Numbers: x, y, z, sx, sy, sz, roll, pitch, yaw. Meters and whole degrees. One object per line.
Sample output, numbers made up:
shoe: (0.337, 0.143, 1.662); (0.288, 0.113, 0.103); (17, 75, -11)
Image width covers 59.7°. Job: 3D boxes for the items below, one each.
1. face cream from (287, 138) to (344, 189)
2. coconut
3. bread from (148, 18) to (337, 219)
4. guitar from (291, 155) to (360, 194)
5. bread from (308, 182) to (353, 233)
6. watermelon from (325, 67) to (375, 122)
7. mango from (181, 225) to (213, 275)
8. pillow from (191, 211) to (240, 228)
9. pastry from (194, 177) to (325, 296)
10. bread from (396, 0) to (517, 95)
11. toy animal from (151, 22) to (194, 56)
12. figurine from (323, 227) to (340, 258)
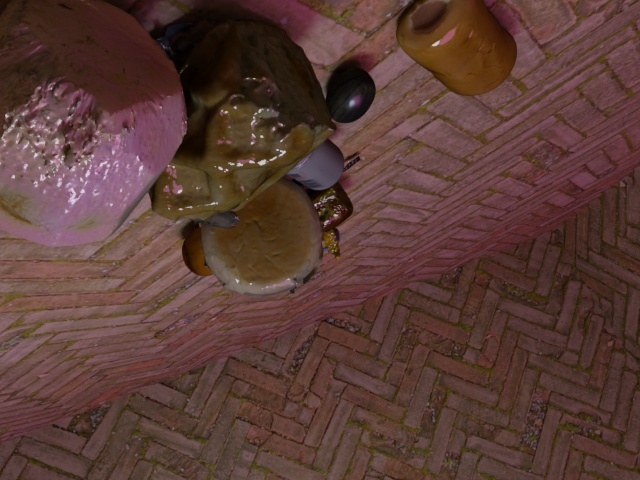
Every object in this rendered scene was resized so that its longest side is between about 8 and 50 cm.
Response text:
face cream: (-0.044, -0.166, 0.994); (0.101, 0.101, 0.251); (-29, 161, 16)
coconut: (-0.286, -0.118, 0.604); (0.245, 0.233, 0.233); (-40, 157, 30)
bread: (-0.126, -0.153, 0.748); (0.252, 0.238, 0.196); (-39, 145, 25)
guitar: (-0.017, -0.132, 1.250); (0.233, 0.025, 0.088); (-27, 163, 7)
bread: (-0.013, -0.061, 1.328); (0.172, 0.103, 0.132); (-31, -179, 13)
watermelon: (0.048, -0.240, 0.938); (0.078, 0.078, 0.111); (-15, 161, -25)
mango: (-0.203, -0.002, 1.245); (0.219, 0.112, 0.145); (-27, 162, -2)
pillow: (-0.242, -0.083, 0.980); (0.093, 0.051, 0.241); (-8, 147, 31)
pastry: (-0.119, -0.006, 1.125); (0.265, 0.265, 0.133); (-20, 175, -13)
bread: (0.241, -0.321, 0.938); (0.142, 0.091, 0.305); (-39, 158, 26)
toy animal: (-0.192, -0.243, 0.696); (0.084, 0.028, 0.050); (-22, 154, -4)
figurine: (0.000, 0.000, 1.514); (0.095, 0.115, 0.156); (-41, 156, 16)
